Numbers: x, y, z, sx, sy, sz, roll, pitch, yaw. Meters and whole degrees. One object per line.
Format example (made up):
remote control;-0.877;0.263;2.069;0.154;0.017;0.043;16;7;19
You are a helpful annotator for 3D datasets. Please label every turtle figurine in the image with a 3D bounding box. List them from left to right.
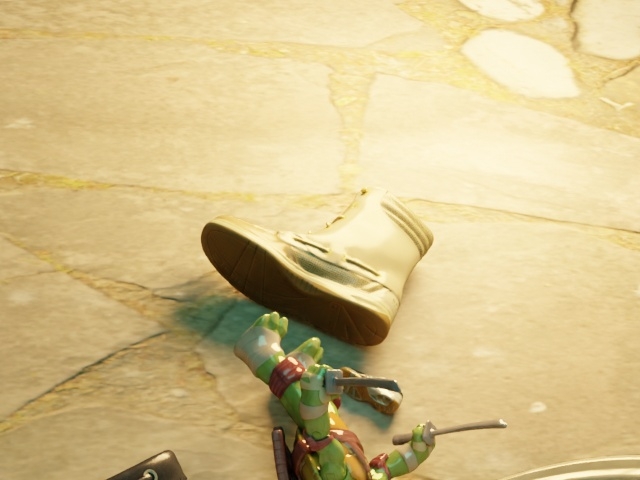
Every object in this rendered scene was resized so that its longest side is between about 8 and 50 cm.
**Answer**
turtle figurine;0.042;0.175;1.528;0.198;0.274;0.266;-3;38;-37

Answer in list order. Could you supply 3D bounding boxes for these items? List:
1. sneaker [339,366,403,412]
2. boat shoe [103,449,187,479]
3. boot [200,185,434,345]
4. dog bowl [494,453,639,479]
sneaker;0.060;0.175;1.667;0.083;0.032;0.037;32;35;9
boat shoe;-0.342;0.307;1.301;0.500;0.187;0.156;-11;83;-16
boot;0.000;0.000;1.764;0.262;0.095;0.203;25;48;7
dog bowl;0.219;0.358;1.317;0.408;0.408;0.150;-26;102;-32
